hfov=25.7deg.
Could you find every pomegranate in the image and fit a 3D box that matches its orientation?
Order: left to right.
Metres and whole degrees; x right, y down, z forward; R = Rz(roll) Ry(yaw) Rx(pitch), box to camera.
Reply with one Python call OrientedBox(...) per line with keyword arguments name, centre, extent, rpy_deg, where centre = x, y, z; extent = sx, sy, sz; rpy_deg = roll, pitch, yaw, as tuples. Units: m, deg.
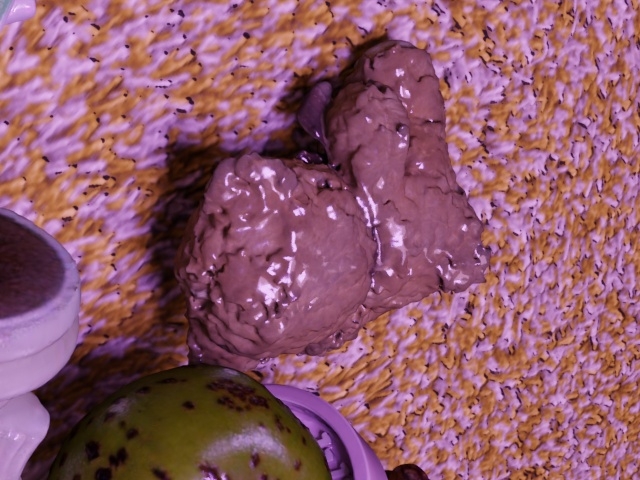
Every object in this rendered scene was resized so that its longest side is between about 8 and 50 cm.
OrientedBox(name="pomegranate", centre=(-0.075, 0.192, 0.945), extent=(0.211, 0.263, 0.211), rpy_deg=(0, 89, -29))

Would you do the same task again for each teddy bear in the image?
OrientedBox(name="teddy bear", centre=(0.000, 0.000, 1.050), extent=(0.256, 0.156, 0.267), rpy_deg=(-13, 125, -35))

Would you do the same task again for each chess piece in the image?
OrientedBox(name="chess piece", centre=(-0.260, 0.132, 0.898), extent=(0.176, 0.176, 0.298), rpy_deg=(-8, 126, -39))

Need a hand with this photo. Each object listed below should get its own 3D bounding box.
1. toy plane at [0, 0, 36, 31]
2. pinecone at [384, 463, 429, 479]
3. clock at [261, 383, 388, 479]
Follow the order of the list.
OrientedBox(name="toy plane", centre=(-0.206, -0.188, 0.799), extent=(0.174, 0.080, 0.174), rpy_deg=(-24, 129, -33))
OrientedBox(name="pinecone", centre=(0.028, 0.315, 1.234), extent=(0.246, 0.246, 0.292), rpy_deg=(-47, 153, -9))
OrientedBox(name="clock", centre=(-0.045, 0.214, 1.102), extent=(0.197, 0.197, 0.068), rpy_deg=(-47, 146, -9))
